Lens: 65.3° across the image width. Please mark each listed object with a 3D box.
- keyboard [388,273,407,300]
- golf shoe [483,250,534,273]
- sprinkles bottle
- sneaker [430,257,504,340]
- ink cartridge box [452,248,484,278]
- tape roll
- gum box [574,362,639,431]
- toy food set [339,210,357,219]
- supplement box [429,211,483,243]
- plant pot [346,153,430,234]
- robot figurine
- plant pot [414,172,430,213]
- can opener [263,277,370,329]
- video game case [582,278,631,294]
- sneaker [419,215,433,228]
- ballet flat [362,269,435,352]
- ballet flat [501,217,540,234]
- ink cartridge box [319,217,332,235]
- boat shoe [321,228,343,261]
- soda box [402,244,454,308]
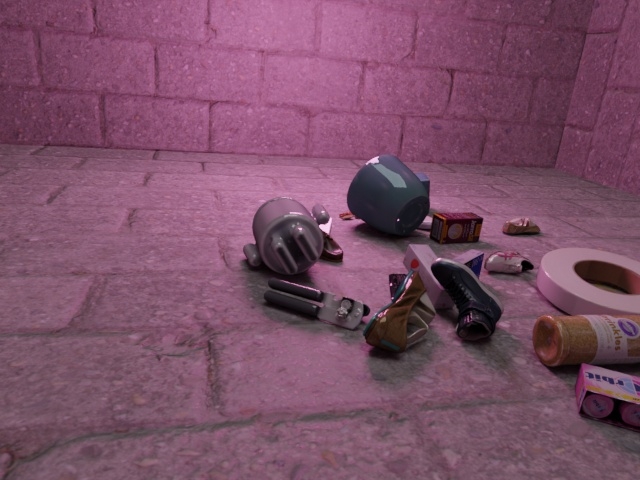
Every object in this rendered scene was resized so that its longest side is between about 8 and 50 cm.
[{"bbox_3d":[0.258,0.131,1.495,0.100,0.038,0.192,6,20,2],"label":"keyboard"},{"bbox_3d":[0.641,0.078,1.698,0.186,0.067,0.086,-4,23,-26],"label":"golf shoe"},{"bbox_3d":[0.693,0.235,1.183,0.355,0.121,0.121,1,20,-10],"label":"sprinkles bottle"},{"bbox_3d":[0.359,0.152,1.275,0.226,0.086,0.163,40,40,8],"label":"sneaker"},{"bbox_3d":[0.437,0.098,1.543,0.046,0.097,0.207,20,24,36],"label":"ink cartridge box"},{"bbox_3d":[0.864,0.138,1.507,0.392,0.072,0.392,3,26,-1],"label":"tape roll"},{"bbox_3d":[0.622,0.322,0.999,0.188,0.062,0.107,12,20,19],"label":"gum box"},{"bbox_3d":[0.132,-0.110,2.183,0.122,0.019,0.078,-14,26,-26],"label":"toy food set"},{"bbox_3d":[0.539,-0.051,1.982,0.188,0.104,0.081,-3,21,-21],"label":"supplement box"},{"bbox_3d":[0.289,-0.159,1.982,0.293,0.293,0.235,-10,39,-36],"label":"plant pot"},{"bbox_3d":[-0.110,-0.020,1.587,0.300,0.199,0.353,-27,25,-3],"label":"robot figurine"},{"bbox_3d":[0.382,-0.218,2.355,0.234,0.165,0.165,-3,19,2],"label":"plant pot"},{"bbox_3d":[-0.013,0.166,1.304,0.280,0.074,0.093,14,-13,19],"label":"can opener"},{"bbox_3d":[0.895,0.145,1.631,0.227,0.026,0.206,8,19,10],"label":"video game case"},{"bbox_3d":[0.396,-0.116,2.149,0.258,0.091,0.094,19,24,36],"label":"sneaker"},{"bbox_3d":[0.220,0.183,1.254,0.124,0.116,0.342,32,27,13],"label":"ballet flat"},{"bbox_3d":[0.877,-0.064,2.161,0.206,0.067,0.073,-4,20,-26],"label":"ballet flat"},{"bbox_3d":[-0.063,-0.012,1.834,0.189,0.066,0.232,7,40,4],"label":"ink cartridge box"},{"bbox_3d":[0.000,0.000,1.713,0.073,0.073,0.207,-23,43,-38],"label":"boat shoe"},{"bbox_3d":[0.320,0.101,1.458,0.069,0.074,0.216,1,35,-20],"label":"soda box"}]
